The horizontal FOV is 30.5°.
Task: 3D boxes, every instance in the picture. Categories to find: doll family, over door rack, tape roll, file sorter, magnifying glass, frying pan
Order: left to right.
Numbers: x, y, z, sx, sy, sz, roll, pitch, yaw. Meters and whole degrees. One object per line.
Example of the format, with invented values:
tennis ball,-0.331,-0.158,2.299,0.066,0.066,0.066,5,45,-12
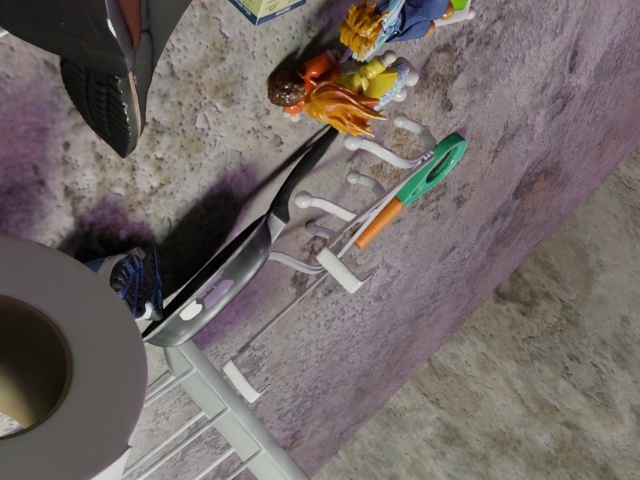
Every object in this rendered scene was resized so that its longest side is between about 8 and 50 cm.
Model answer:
tape roll,-0.267,0.138,0.905,0.246,0.246,0.169,-32,159,-39
file sorter,-0.160,0.268,1.415,0.173,0.277,0.193,-36,161,-18
frying pan,-0.091,0.012,1.334,0.197,0.053,0.326,-37,-171,48
over door rack,0.000,0.000,1.371,0.239,0.108,0.324,-50,-175,38
doll family,0.054,-0.191,1.134,0.163,0.118,0.263,-23,151,-52
magnifying glass,0.135,-0.073,1.761,0.231,0.026,0.092,-42,163,-10

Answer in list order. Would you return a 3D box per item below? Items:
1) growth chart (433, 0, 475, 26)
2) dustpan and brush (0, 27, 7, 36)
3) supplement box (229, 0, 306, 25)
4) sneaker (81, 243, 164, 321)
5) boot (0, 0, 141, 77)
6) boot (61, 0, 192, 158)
growth chart,0.181,-0.325,1.301,0.172,0.021,0.237,-31,158,-45
dustpan and brush,-0.214,-0.147,0.691,0.211,0.060,0.147,-45,163,-5
supplement box,-0.046,-0.224,0.878,0.056,0.083,0.083,-32,159,-36
sneaker,-0.205,0.045,1.163,0.081,0.080,0.211,-7,174,5
boot,-0.102,-0.253,0.646,0.264,0.096,0.280,74,37,-68
boot,-0.122,-0.158,0.878,0.137,0.077,0.198,-44,165,-25
